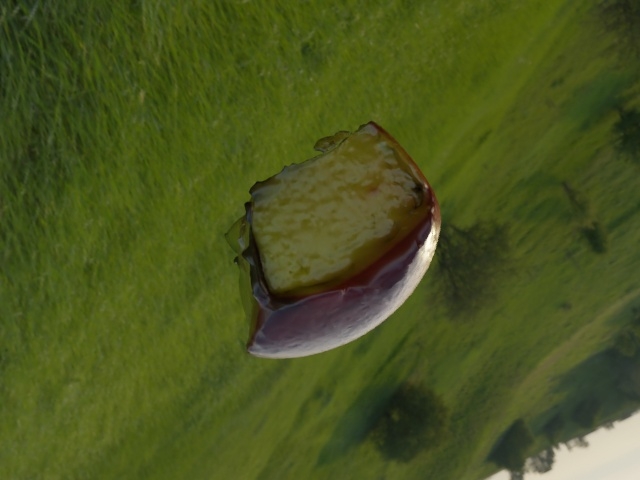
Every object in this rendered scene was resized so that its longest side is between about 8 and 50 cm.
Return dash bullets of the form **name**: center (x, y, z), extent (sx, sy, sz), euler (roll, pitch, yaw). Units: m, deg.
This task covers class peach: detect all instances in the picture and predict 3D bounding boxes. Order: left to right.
- **peach**: center (0.005, 0.002, 0.441), extent (0.119, 0.151, 0.151), euler (10, 148, -12)
